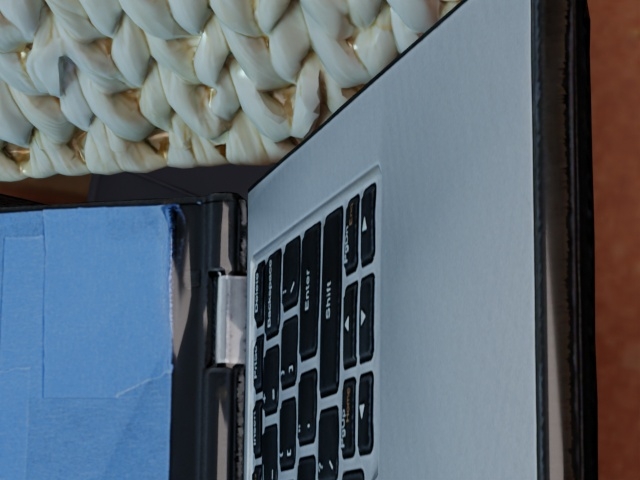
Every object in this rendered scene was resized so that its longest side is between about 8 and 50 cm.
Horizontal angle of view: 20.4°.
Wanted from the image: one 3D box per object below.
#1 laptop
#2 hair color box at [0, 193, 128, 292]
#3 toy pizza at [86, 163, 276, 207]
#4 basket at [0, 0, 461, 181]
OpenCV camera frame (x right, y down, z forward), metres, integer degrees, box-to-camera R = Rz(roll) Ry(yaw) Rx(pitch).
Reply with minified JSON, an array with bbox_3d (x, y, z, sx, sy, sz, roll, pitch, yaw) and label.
[{"bbox_3d":[-0.110,0.156,0.474,0.236,0.408,0.382,3,79,-15],"label":"laptop"},{"bbox_3d":[-0.222,0.051,0.718,0.347,0.105,0.174,13,96,20],"label":"hair color box"},{"bbox_3d":[0.000,0.000,0.706,0.201,0.032,0.201,1,93,21],"label":"toy pizza"},{"bbox_3d":[-0.082,-0.224,0.550,0.266,0.328,0.331,-2,63,10],"label":"basket"}]
